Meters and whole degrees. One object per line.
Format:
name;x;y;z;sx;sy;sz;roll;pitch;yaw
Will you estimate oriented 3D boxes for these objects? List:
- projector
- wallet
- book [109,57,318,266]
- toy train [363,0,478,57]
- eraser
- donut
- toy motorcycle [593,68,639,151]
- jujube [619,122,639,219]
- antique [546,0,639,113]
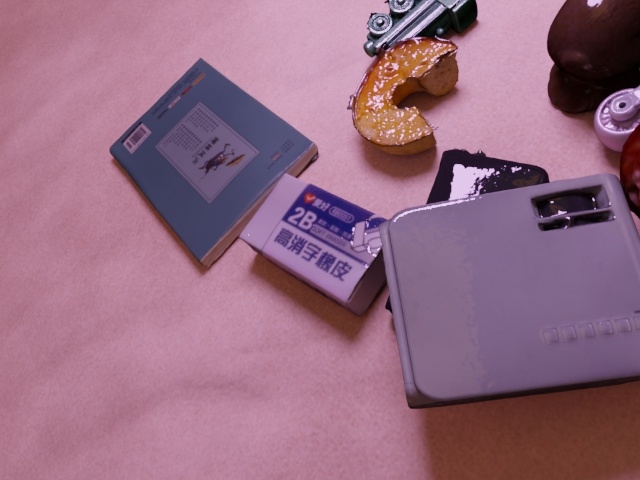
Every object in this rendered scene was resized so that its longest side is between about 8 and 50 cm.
projector;0.197;0.056;0.542;0.250;0.108;0.198;-10;68;8
wallet;0.186;-0.002;0.650;0.149;0.044;0.250;17;73;27
book;-0.205;-0.157;0.918;0.264;0.031;0.379;-45;56;-1
toy train;0.150;-0.339;0.822;0.170;0.071;0.111;-41;63;1
eraser;0.000;0.000;0.721;0.210;0.068;0.125;29;81;34
donut;0.120;-0.205;0.766;0.146;0.078;0.181;9;76;30
toy motorcycle;0.428;-0.195;0.585;0.254;0.112;0.112;-46;55;13
jujube;0.410;-0.083;0.488;0.230;0.155;0.155;-28;49;51
antique;0.387;-0.289;0.642;0.256;0.143;0.121;-37;54;2
